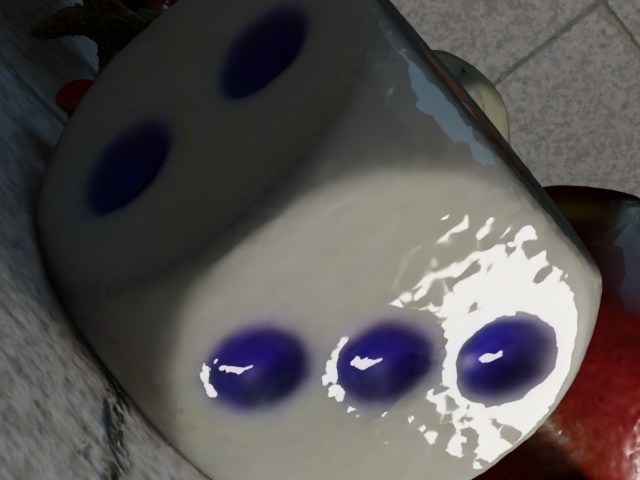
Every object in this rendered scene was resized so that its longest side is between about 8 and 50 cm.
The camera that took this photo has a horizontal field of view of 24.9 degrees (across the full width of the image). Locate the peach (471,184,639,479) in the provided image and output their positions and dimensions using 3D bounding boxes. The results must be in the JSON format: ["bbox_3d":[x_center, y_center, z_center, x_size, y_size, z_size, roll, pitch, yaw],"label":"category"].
[{"bbox_3d":[0.225,0.122,1.210,0.338,0.281,0.281,60,8,-18],"label":"peach"}]

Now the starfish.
[{"bbox_3d":[-0.151,-0.170,1.126,0.209,0.150,0.053,57,33,-73],"label":"starfish"}]

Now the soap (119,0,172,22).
[{"bbox_3d":[-0.143,-0.299,1.192,0.127,0.220,0.325,35,5,-27],"label":"soap"}]

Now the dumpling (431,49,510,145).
[{"bbox_3d":[0.119,-0.051,1.644,0.315,0.233,0.395,57,32,-7],"label":"dumpling"}]

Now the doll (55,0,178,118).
[{"bbox_3d":[-0.043,-0.033,1.103,0.099,0.188,0.384,11,-27,39],"label":"doll"}]

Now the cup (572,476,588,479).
[{"bbox_3d":[0.161,0.251,1.045,0.113,0.138,0.150,56,12,22],"label":"cup"}]

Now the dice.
[{"bbox_3d":[0.000,0.000,0.900,0.259,0.251,0.243,44,12,-38],"label":"dice"}]
